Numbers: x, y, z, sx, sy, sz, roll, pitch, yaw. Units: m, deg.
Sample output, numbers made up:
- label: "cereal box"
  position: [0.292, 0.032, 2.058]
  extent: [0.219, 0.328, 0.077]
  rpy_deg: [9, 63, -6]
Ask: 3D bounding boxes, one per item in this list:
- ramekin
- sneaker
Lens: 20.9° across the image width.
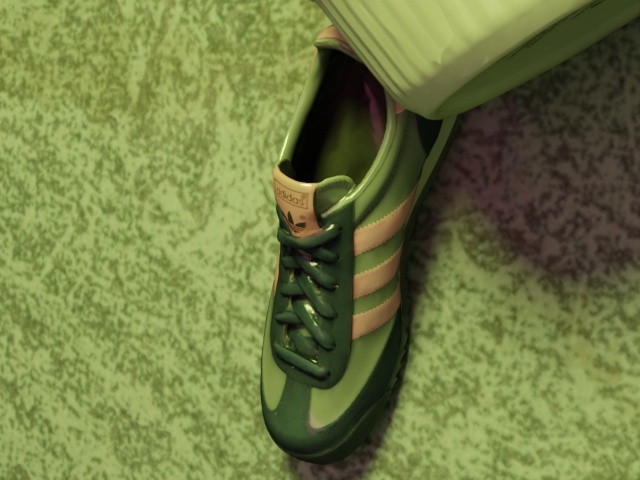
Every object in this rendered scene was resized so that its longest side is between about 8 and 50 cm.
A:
- label: "ramekin"
  position: [0.124, -0.177, 1.023]
  extent: [0.273, 0.273, 0.127]
  rpy_deg: [-32, 85, 29]
- label: "sneaker"
  position: [0.000, 0.000, 1.170]
  extent: [0.112, 0.131, 0.319]
  rpy_deg: [17, 98, 32]
